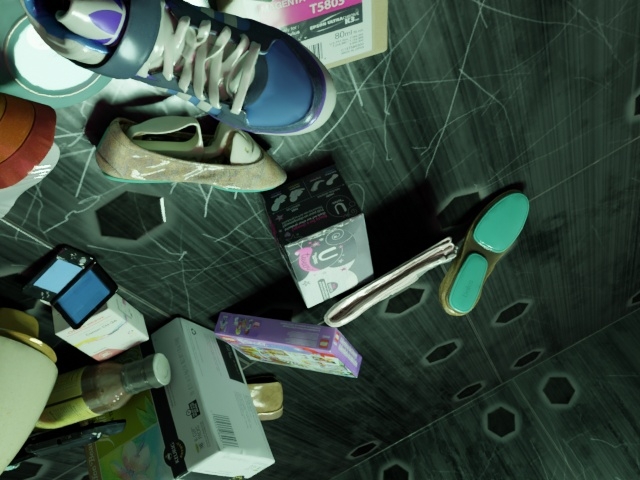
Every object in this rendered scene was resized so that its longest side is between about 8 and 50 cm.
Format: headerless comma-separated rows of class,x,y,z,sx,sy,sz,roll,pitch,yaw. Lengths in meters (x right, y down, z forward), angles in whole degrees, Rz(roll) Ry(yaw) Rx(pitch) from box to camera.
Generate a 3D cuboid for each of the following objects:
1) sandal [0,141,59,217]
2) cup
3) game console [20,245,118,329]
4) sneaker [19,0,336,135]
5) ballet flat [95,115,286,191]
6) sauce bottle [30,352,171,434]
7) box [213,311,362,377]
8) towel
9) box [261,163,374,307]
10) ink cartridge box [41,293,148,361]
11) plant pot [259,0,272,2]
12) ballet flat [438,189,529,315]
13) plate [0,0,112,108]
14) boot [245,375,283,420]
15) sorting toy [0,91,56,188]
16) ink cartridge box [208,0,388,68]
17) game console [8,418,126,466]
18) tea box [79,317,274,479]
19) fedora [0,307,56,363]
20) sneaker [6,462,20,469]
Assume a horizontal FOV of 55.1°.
sandal,-0.463,-0.097,0.856,0.265,0.076,0.102,-27,168,38
cup,-0.643,0.315,1.036,0.331,0.237,0.331,-1,148,0
game console,-0.446,0.086,1.091,0.122,0.071,0.107,-43,143,8
sneaker,-0.160,-0.202,0.661,0.130,0.323,0.236,-65,168,20
ballet flat,-0.182,-0.139,0.961,0.316,0.107,0.106,-2,131,-33
sauce bottle,-0.479,0.317,1.288,0.344,0.111,0.111,-17,147,12
box,-0.071,0.242,1.421,0.293,0.057,0.201,5,155,24
towel,0.167,0.098,1.417,0.317,0.053,0.332,-31,172,6
box,0.000,0.000,1.222,0.163,0.142,0.247,-23,145,-6
ink cartridge box,-0.439,0.156,1.202,0.115,0.067,0.198,-26,145,1
plant pot,-0.169,-0.379,0.433,0.341,0.341,0.334,-1,117,-33
ballet flat,0.384,0.027,1.500,0.116,0.124,0.342,29,84,-10
plate,-0.330,-0.240,0.770,0.188,0.024,0.188,-27,149,-18
boot,-0.250,0.441,1.701,0.305,0.112,0.115,-3,109,-24
sorting toy,-0.498,-0.112,0.724,0.366,0.127,0.126,-13,149,17
ink cartridge box,-0.028,-0.324,0.830,0.235,0.088,0.193,-20,146,-8
game console,-0.528,0.397,1.220,0.361,0.044,0.213,-21,172,26
tea box,-0.333,0.410,1.371,0.323,0.329,0.220,-35,146,11
fedora,-0.568,0.176,1.114,0.194,0.079,0.194,-1,149,-1
sneaker,-0.776,0.460,1.344,0.122,0.110,0.283,-19,145,-6
